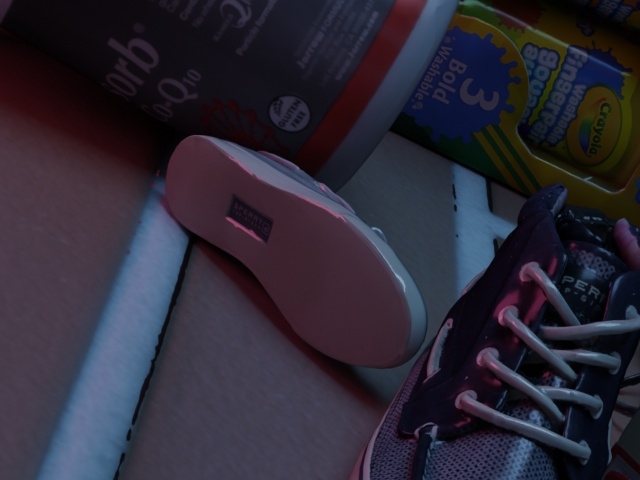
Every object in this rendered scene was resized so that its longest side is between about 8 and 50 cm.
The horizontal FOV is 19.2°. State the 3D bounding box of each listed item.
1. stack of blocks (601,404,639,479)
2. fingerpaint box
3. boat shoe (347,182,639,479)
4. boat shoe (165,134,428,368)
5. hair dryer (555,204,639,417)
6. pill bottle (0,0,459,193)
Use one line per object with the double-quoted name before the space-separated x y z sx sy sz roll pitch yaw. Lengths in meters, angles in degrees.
"stack of blocks" 0.316 0.114 1.145 0.297 0.171 0.087 5 31 -45
"fingerpaint box" 0.268 -0.240 1.511 0.371 0.445 0.163 26 23 -4
"boat shoe" 0.102 0.080 0.984 0.127 0.158 0.340 26 21 -3
"boat shoe" -0.001 0.001 1.145 0.081 0.079 0.227 1 28 -45
"hair dryer" 0.288 0.085 1.349 0.293 0.080 0.224 8 44 -29
"pill bottle" -0.104 -0.197 1.252 0.363 0.210 0.210 31 21 -10
